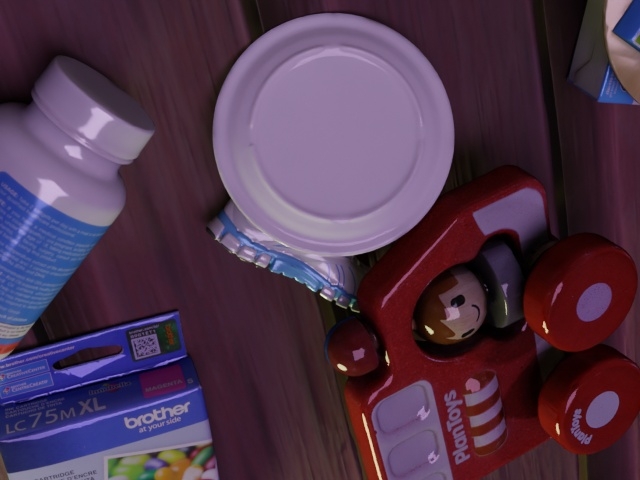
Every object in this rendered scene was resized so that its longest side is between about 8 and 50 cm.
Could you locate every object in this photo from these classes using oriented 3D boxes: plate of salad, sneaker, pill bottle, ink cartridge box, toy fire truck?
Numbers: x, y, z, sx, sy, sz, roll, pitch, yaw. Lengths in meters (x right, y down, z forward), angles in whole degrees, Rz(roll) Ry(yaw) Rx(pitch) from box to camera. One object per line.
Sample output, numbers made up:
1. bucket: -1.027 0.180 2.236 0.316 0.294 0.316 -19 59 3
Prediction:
1. plate of salad: 0.011 -0.087 0.878 0.200 0.048 0.199 0 90 -8
2. sneaker: 0.000 0.000 0.936 0.191 0.071 0.083 26 101 -30
3. pill bottle: -0.226 -0.025 0.807 0.124 0.124 0.221 33 104 -31
4. ink cartridge box: 0.324 -0.177 0.952 0.181 0.061 0.104 1 116 -19
5. ink cartridge box: -0.190 0.226 1.001 0.186 0.065 0.311 -13 120 -12
6. toy fire truck: 0.134 0.097 0.949 0.254 0.169 0.302 -27 125 -17

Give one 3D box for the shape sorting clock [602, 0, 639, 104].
1. shape sorting clock: 0.326 -0.199 0.881 0.206 0.040 0.206 -8 116 -17
